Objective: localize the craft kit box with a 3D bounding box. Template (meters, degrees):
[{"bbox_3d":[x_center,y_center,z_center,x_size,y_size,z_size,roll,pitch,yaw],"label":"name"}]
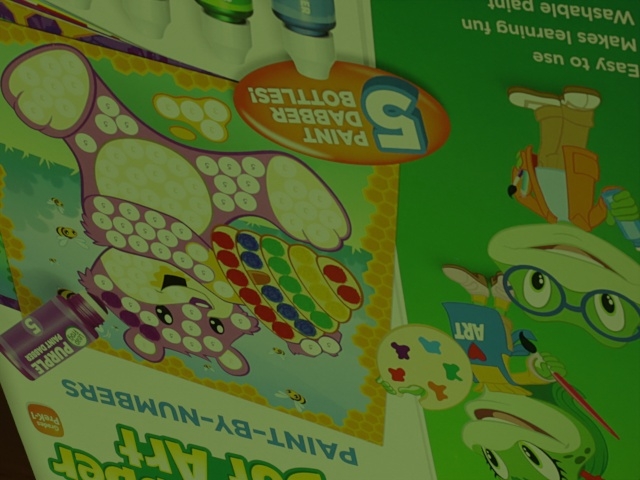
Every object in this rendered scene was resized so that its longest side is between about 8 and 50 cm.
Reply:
[{"bbox_3d":[0.000,0.000,0.533,0.250,0.061,0.246,10,134,30],"label":"craft kit box"}]
